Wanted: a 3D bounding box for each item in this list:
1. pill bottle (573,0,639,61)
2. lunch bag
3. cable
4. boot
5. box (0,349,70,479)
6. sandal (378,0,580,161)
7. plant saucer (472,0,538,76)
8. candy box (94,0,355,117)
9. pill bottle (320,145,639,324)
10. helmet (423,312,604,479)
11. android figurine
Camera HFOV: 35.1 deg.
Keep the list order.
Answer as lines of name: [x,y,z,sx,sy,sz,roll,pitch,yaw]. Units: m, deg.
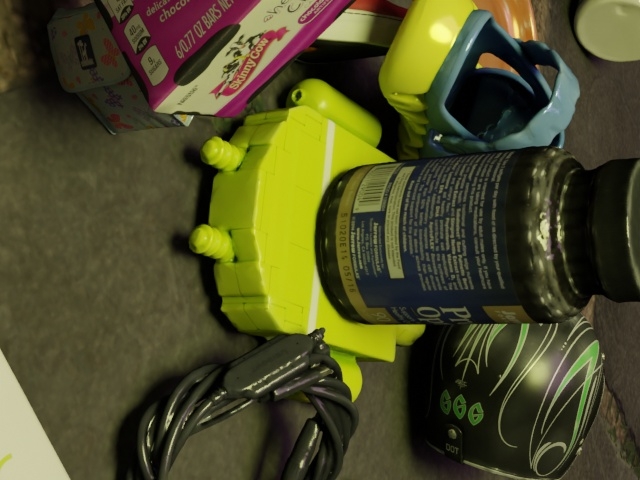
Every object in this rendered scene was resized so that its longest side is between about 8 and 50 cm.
pill bottle: [0.405,-0.344,1.317,0.117,0.117,0.208,50,50,-39]
lunch bag: [-0.119,-0.106,0.608,0.083,0.071,0.053,54,51,-38]
cable: [-0.054,0.145,0.679,0.184,0.047,0.151,-31,131,-31]
boot: [-0.008,-0.227,0.766,0.244,0.088,0.176,-3,87,-51]
box: [-0.223,0.143,0.452,0.232,0.058,0.322,-45,121,-46]
sandal: [0.139,-0.099,0.842,0.126,0.138,0.317,-61,165,0]
plant saucer: [0.170,-0.210,1.047,0.200,0.037,0.200,6,83,-54]
candy box: [-0.070,-0.205,0.534,0.071,0.159,0.233,-4,59,-55]
pill bottle: [0.120,-0.002,0.709,0.123,0.219,0.123,7,81,-56]
helmet: [0.175,0.122,0.917,0.169,0.169,0.162,13,93,-53]
android figurine: [0.000,0.000,0.775,0.273,0.056,0.248,20,71,-52]
